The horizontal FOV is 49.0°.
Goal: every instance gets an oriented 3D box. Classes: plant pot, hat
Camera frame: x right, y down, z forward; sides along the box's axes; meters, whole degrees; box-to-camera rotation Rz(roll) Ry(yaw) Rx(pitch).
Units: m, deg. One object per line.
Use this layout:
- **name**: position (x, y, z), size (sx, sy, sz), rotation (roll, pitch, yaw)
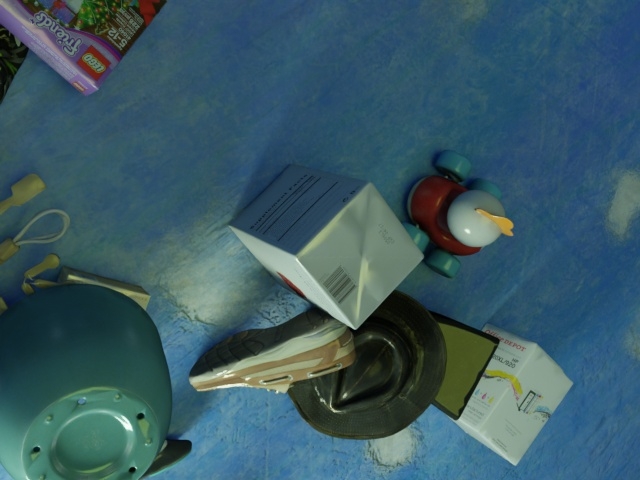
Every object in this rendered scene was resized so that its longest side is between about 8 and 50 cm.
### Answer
- **plant pot**: position (-0.354, 0.242, 1.041), size (0.292, 0.235, 0.293), rotation (-9, 111, -23)
- **plant pot**: position (0.225, 0.235, 1.474), size (0.166, 0.187, 0.188), rotation (29, 87, -16)
- **hat**: position (0.080, 0.250, 1.328), size (0.330, 0.134, 0.332), rotation (1, 98, 5)

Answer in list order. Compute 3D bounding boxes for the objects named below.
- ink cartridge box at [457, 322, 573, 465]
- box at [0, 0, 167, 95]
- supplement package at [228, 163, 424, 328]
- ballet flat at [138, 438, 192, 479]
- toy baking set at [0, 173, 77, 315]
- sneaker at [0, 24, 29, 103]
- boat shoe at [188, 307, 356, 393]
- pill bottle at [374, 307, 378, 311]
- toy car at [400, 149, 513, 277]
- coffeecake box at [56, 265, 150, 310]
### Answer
- **ink cartridge box**: position (0.409, 0.341, 1.592), size (0.168, 0.171, 0.233), rotation (43, 79, -28)
- **box**: position (-0.395, -0.387, 1.032), size (0.293, 0.057, 0.201), rotation (42, 63, -29)
- **supplement package**: position (0.000, 0.000, 1.225), size (0.175, 0.293, 0.178), rotation (-45, 117, -12)
- **ballet flat**: position (-0.332, 0.401, 1.268), size (0.203, 0.074, 0.074), rotation (-27, 112, -18)
- **toy baking set**: position (-0.485, 0.028, 1.095), size (0.196, 0.030, 0.257), rotation (-7, 100, -10)
- **sneaker**: position (-0.475, -0.261, 1.036), size (0.067, 0.078, 0.188), rotation (21, 88, -29)
- **boat shoe**: position (-0.086, 0.222, 1.256), size (0.324, 0.123, 0.117), rotation (-19, 110, 20)
- **pill bottle**: position (0.100, 0.091, 1.418), size (0.087, 0.087, 0.160), rotation (15, 94, -30)
- **toy car**: position (0.308, -0.037, 1.414), size (0.210, 0.238, 0.219), rotation (35, 84, -30)
- **coffeecake box**: position (-0.390, 0.154, 1.181), size (0.142, 0.068, 0.186), rotation (19, 92, -31)
